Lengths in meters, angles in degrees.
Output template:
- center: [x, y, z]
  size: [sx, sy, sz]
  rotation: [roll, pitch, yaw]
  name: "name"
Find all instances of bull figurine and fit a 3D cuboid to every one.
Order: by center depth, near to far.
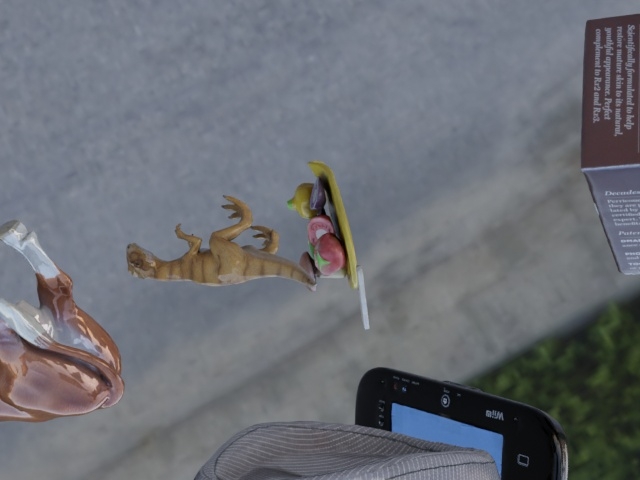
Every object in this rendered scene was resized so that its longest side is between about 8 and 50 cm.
- center: [-0.304, 0.094, 1.195]
  size: [0.310, 0.101, 0.188]
  rotation: [-11, 124, 28]
  name: "bull figurine"

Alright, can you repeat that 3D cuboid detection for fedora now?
- center: [0.007, 0.172, 0.814]
  size: [0.275, 0.124, 0.244]
  rotation: [-5, -172, -37]
  name: "fedora"

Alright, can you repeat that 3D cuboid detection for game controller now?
- center: [0.137, 0.230, 1.496]
  size: [0.067, 0.166, 0.319]
  rotation: [-13, -167, -34]
  name: "game controller"

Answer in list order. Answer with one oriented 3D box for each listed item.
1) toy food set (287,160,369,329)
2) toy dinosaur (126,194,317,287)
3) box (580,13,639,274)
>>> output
- center: [0.000, 0.000, 1.828]
  size: [0.071, 0.218, 0.128]
  rotation: [-13, 146, -4]
  name: "toy food set"
- center: [-0.071, 0.019, 1.300]
  size: [0.211, 0.112, 0.064]
  rotation: [0, 133, 27]
  name: "toy dinosaur"
- center: [0.342, -0.089, 1.337]
  size: [0.167, 0.168, 0.203]
  rotation: [-4, 150, 21]
  name: "box"
